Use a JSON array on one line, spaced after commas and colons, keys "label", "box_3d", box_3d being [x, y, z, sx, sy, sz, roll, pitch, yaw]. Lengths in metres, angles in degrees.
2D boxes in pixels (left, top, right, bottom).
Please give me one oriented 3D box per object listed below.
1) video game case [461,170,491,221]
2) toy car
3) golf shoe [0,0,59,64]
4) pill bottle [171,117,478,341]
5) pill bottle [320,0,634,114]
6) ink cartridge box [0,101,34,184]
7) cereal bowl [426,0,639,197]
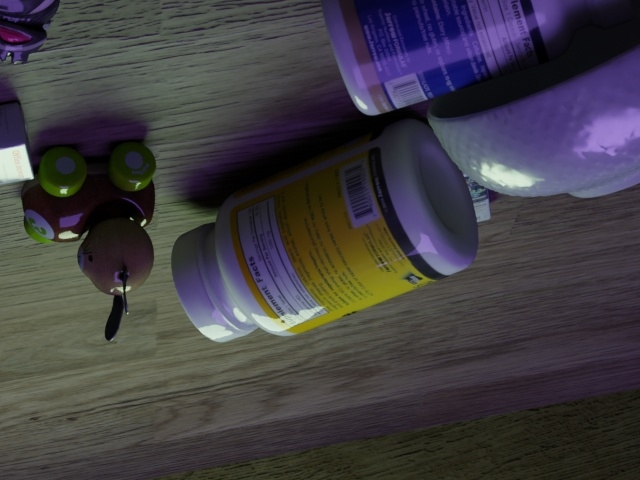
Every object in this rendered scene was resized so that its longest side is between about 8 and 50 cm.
[{"label": "video game case", "box_3d": [0.115, -0.044, 2.239, 0.201, 0.023, 0.183, -13, 160, 3]}, {"label": "toy car", "box_3d": [-0.243, 0.010, 1.923, 0.149, 0.188, 0.155, -6, 158, -20]}, {"label": "golf shoe", "box_3d": [-0.342, -0.229, 1.399, 0.273, 0.105, 0.120, 8, 118, -19]}, {"label": "pill bottle", "box_3d": [0.000, 0.000, 2.046, 0.334, 0.188, 0.188, -22, 158, 24]}, {"label": "pill bottle", "box_3d": [0.141, -0.221, 1.597, 0.265, 0.153, 0.153, -16, 159, 9]}, {"label": "ink cartridge box", "box_3d": [-0.357, -0.091, 1.783, 0.122, 0.052, 0.088, -12, 160, -7]}, {"label": "cereal bowl", "box_3d": [0.279, -0.139, 1.675, 0.339, 0.141, 0.339, -27, -168, 6]}]
